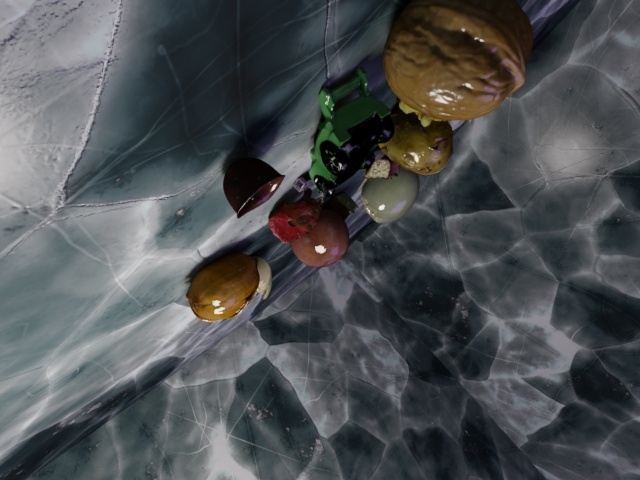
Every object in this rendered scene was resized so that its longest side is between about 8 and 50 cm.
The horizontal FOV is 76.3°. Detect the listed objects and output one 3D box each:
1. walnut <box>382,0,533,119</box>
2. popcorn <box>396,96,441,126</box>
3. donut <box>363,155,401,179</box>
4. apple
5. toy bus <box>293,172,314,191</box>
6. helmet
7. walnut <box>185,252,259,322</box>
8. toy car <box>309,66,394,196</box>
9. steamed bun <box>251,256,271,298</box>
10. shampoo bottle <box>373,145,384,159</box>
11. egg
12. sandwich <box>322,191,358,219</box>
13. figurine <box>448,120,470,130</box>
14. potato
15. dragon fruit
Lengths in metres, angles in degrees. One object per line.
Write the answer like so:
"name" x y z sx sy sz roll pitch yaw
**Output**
"walnut" 0.316 -0.433 0.946 0.333 0.333 0.333 -41 171 -8
"popcorn" 0.366 -0.492 1.279 0.286 0.252 0.215 -32 -148 -30
"donut" 0.302 -0.368 1.920 0.186 0.144 0.126 5 144 -17
"apple" 0.000 0.000 1.883 0.305 0.235 0.306 -26 170 -5
"toy bus" -0.037 -0.212 1.422 0.130 0.037 0.052 -34 166 -44
"helmet" -0.169 -0.141 0.979 0.155 0.106 0.175 -41 177 15
"walnut" -0.322 0.153 1.451 0.336 0.209 0.209 -43 175 -47
"toy car" 0.067 -0.280 1.149 0.213 0.176 0.359 -38 174 -20
"steamed bun" -0.295 0.180 1.763 0.200 0.170 0.225 -34 168 -16
"shampoo bottle" 0.201 -0.353 1.722 0.233 0.049 0.087 -31 164 -49
"egg" 0.389 -0.262 2.222 0.336 0.278 0.278 -39 171 -2
"sandwich" 0.073 -0.123 2.038 0.236 0.128 0.122 -48 173 38
"figurine" 0.518 -0.549 1.758 0.275 0.226 0.394 -62 176 27
"potato" 0.337 -0.392 1.482 0.246 0.299 0.196 -53 153 4
"dragon fruit" -0.086 -0.105 1.499 0.211 0.134 0.262 -51 -169 -25
